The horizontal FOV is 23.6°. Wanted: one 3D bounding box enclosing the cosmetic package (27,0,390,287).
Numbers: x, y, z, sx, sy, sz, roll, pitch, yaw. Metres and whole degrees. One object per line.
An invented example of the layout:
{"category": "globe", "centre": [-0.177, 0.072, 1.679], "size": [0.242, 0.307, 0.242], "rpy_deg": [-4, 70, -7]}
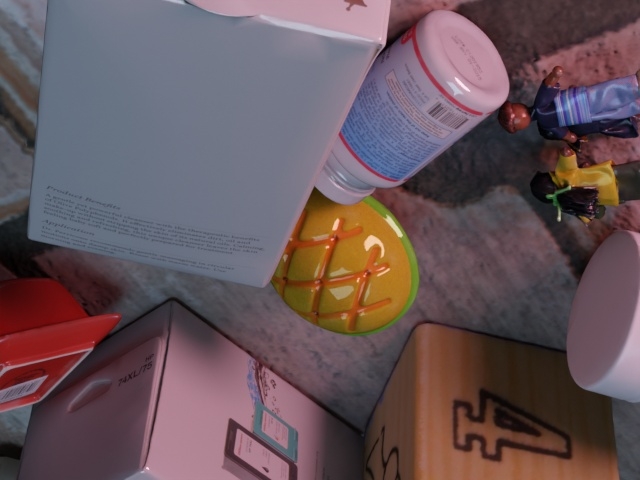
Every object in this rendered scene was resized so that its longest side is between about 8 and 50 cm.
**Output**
{"category": "cosmetic package", "centre": [-0.083, -0.116, 1.028], "size": [0.197, 0.155, 0.365], "rpy_deg": [13, 152, -9]}

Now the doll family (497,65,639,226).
{"category": "doll family", "centre": [0.204, -0.072, 1.184], "size": [0.111, 0.076, 0.193], "rpy_deg": [-6, 131, 17]}

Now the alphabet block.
{"category": "alphabet block", "centre": [0.150, 0.221, 1.400], "size": [0.193, 0.197, 0.192], "rpy_deg": [11, 136, -7]}

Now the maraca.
{"category": "maraca", "centre": [0.000, 0.000, 1.259], "size": [0.127, 0.099, 0.185], "rpy_deg": [-40, 96, 25]}

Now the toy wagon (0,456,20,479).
{"category": "toy wagon", "centre": [-0.334, 0.354, 1.673], "size": [0.267, 0.068, 0.344], "rpy_deg": [18, 135, -13]}

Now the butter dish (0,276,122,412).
{"category": "butter dish", "centre": [-0.288, 0.080, 1.358], "size": [0.160, 0.118, 0.160], "rpy_deg": [-12, 155, -50]}

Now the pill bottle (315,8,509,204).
{"category": "pill bottle", "centre": [0.059, -0.095, 1.156], "size": [0.087, 0.087, 0.160], "rpy_deg": [32, 130, -25]}

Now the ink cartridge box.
{"category": "ink cartridge box", "centre": [-0.121, 0.232, 1.434], "size": [0.198, 0.197, 0.270], "rpy_deg": [-31, 126, 31]}

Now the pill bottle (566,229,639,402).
{"category": "pill bottle", "centre": [0.362, 0.094, 1.274], "size": [0.283, 0.161, 0.161], "rpy_deg": [15, 135, -12]}
